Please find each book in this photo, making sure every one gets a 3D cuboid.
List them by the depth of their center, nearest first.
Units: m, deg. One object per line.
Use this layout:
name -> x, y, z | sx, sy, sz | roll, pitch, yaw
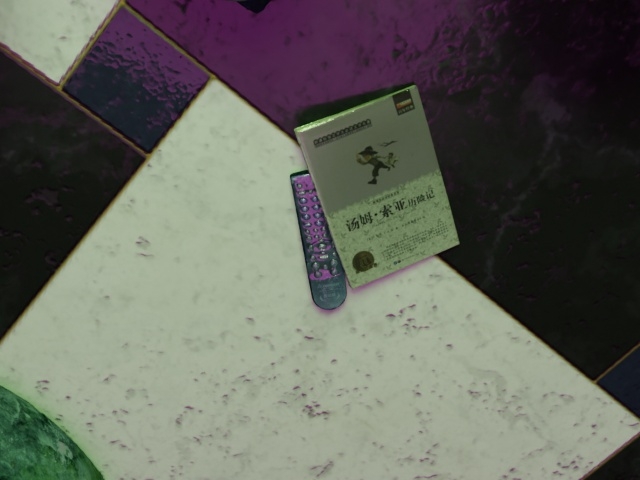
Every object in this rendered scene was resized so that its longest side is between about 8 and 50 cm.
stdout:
book -> 0.060, -0.049, 0.759 | 0.127, 0.014, 0.182 | -21, 115, -4

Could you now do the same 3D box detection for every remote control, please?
remote control -> 0.000, 0.000, 0.787 | 0.043, 0.027, 0.153 | -6, 115, 5

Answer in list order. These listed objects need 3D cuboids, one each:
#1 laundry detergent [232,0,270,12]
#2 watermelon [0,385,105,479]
laundry detergent -> -0.103, -0.268, 0.554 | 0.214, 0.280, 0.105 | 29, 83, 18
watermelon -> -0.400, 0.313, 0.835 | 0.258, 0.228, 0.387 | -33, 108, 23
